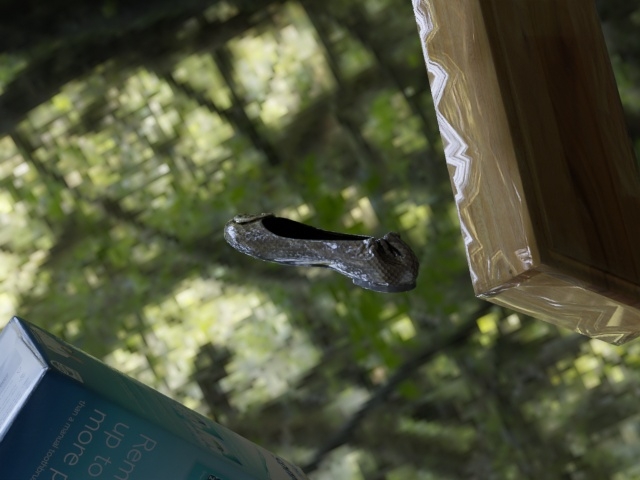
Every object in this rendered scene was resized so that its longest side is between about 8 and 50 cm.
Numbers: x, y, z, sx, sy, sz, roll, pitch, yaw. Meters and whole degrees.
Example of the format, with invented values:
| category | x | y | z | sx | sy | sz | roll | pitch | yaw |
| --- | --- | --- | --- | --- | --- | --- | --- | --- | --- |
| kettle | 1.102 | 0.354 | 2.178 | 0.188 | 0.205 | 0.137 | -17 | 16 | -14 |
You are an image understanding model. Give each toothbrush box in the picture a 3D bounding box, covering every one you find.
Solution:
| category | x | y | z | sx | sy | sz | roll | pitch | yaw |
| --- | --- | --- | --- | --- | --- | --- | --- | --- | --- |
| toothbrush box | -0.163 | 0.229 | 1.454 | 0.295 | 0.216 | 0.126 | 33 | -177 | -28 |

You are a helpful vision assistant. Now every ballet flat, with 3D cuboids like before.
| category | x | y | z | sx | sy | sz | roll | pitch | yaw |
| --- | --- | --- | --- | --- | --- | --- | --- | --- | --- |
| ballet flat | 0.000 | 0.000 | 1.970 | 0.084 | 0.250 | 0.058 | -19 | -63 | -46 |

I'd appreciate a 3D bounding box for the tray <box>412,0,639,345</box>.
| category | x | y | z | sx | sy | sz | roll | pitch | yaw |
| --- | --- | --- | --- | --- | --- | --- | --- | --- | --- |
| tray | 0.181 | -0.127 | 1.603 | 0.203 | 0.076 | 0.410 | 19 | -128 | -45 |
